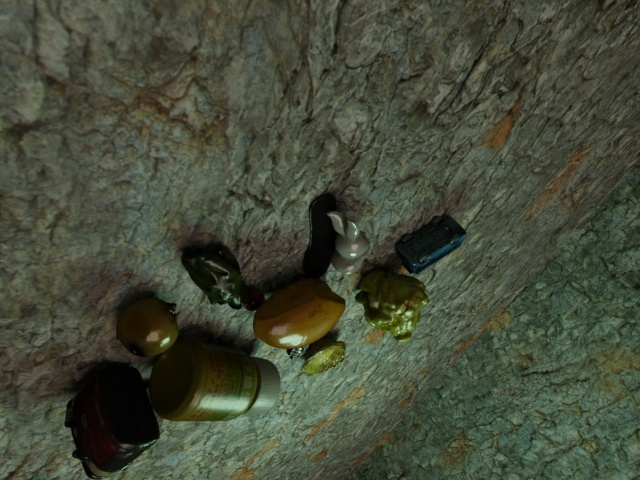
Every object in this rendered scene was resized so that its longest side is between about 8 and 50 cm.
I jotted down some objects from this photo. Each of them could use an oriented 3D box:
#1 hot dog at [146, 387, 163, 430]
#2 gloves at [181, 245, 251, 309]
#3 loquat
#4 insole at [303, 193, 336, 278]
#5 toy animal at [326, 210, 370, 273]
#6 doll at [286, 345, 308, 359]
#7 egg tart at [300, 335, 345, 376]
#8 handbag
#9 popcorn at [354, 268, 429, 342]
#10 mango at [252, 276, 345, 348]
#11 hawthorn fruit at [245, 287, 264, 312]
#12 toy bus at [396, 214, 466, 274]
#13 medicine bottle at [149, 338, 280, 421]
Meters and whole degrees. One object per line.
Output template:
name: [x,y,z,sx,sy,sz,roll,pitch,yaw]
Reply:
hot dog: [-0.568,0.558,1.299,0.144,0.075,0.268,3,131,-34]
gloves: [-0.259,0.102,1.059,0.135,0.107,0.268,-61,145,-21]
loquat: [-0.430,0.218,1.010,0.163,0.137,0.163,-11,117,-23]
insole: [0.000,0.000,1.227,0.118,0.009,0.349,-21,139,-22]
toy animal: [0.092,-0.016,1.196,0.130,0.104,0.221,-27,142,-25]
doll: [-0.078,0.374,1.502,0.090,0.067,0.219,-17,143,-29]
egg tart: [0.008,0.470,1.647,0.212,0.090,0.213,-21,137,-21]
handbag: [-0.567,0.488,1.081,0.181,0.254,0.181,-44,153,13]
popcorn: [0.262,0.244,1.502,0.234,0.241,0.250,-25,131,-40]
mango: [-0.063,0.226,1.236,0.201,0.199,0.350,-24,176,40]
hawthorn fruit: [-0.197,0.186,1.186,0.066,0.103,0.067,-4,121,-7]
toy bus: [0.403,0.020,1.476,0.246,0.114,0.134,-30,147,-12]
medicine bottle: [-0.313,0.447,1.264,0.224,0.224,0.384,-45,142,10]
